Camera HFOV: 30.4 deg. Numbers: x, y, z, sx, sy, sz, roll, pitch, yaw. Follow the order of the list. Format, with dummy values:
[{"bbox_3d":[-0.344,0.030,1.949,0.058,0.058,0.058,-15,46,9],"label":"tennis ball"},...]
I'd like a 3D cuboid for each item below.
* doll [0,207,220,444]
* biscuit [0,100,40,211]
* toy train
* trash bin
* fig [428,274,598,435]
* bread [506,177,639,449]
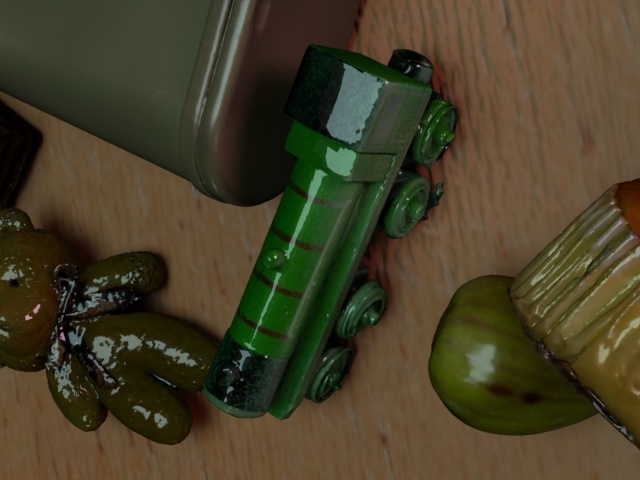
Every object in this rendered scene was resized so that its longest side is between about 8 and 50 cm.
[{"bbox_3d":[-0.171,0.066,0.841,0.209,0.097,0.137,23,99,22],"label":"doll"},{"bbox_3d":[-0.337,-0.106,0.939,0.252,0.070,0.106,38,110,23],"label":"biscuit"},{"bbox_3d":[0.000,0.000,0.721,0.085,0.119,0.251,29,106,25],"label":"toy train"},{"bbox_3d":[-0.104,-0.171,0.774,0.247,0.121,0.243,23,104,31],"label":"trash bin"},{"bbox_3d":[0.137,0.090,0.677,0.166,0.093,0.093,35,111,0],"label":"fig"},{"bbox_3d":[0.200,0.051,0.597,0.190,0.132,0.114,47,115,15],"label":"bread"}]
